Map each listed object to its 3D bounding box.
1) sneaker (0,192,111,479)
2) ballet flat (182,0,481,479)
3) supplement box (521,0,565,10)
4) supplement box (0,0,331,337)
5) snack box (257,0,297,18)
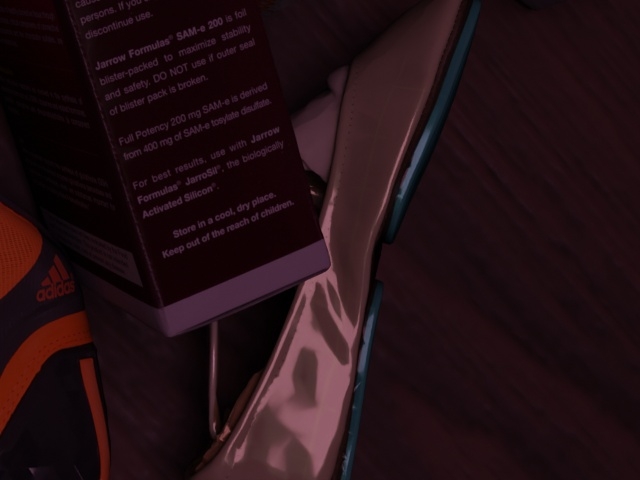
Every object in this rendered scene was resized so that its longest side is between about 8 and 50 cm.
[{"bbox_3d":[-0.232,0.045,0.576,0.321,0.124,0.180,1,83,-32],"label":"sneaker"},{"bbox_3d":[0.000,0.000,0.682,0.086,0.086,0.248,18,82,-20],"label":"ballet flat"},{"bbox_3d":[0.125,-0.229,0.718,0.111,0.114,0.220,33,78,-16],"label":"supplement box"},{"bbox_3d":[-0.082,-0.097,0.595,0.073,0.130,0.239,-24,111,-21],"label":"supplement box"},{"bbox_3d":[0.008,-0.256,0.633,0.060,0.187,0.322,14,83,-20],"label":"snack box"}]
